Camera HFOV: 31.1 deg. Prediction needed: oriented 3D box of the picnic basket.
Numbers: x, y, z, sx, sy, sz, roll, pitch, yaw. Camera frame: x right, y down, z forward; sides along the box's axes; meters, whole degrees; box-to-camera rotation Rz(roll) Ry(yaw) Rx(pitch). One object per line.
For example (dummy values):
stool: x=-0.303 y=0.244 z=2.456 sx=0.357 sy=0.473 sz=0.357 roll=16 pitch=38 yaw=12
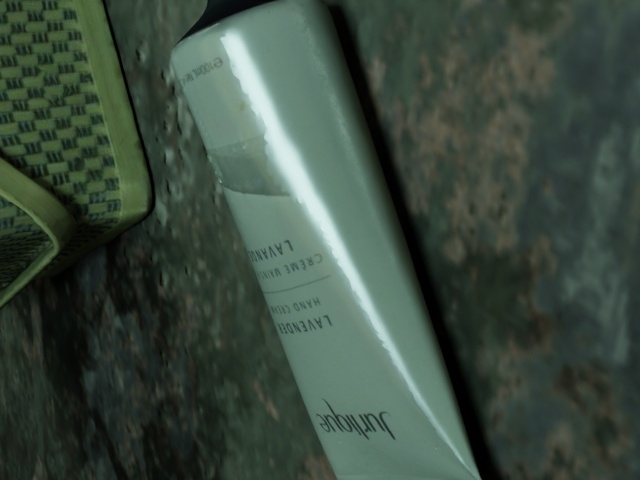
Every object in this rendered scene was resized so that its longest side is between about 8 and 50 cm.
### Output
picnic basket: x=-0.198 y=-0.098 z=0.544 sx=0.165 sy=0.139 sz=0.267 roll=-23 pitch=80 yaw=55

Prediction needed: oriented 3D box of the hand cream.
hand cream: x=0.000 y=0.000 z=0.379 sx=0.087 sy=0.054 sz=0.186 roll=-17 pitch=93 yaw=58
